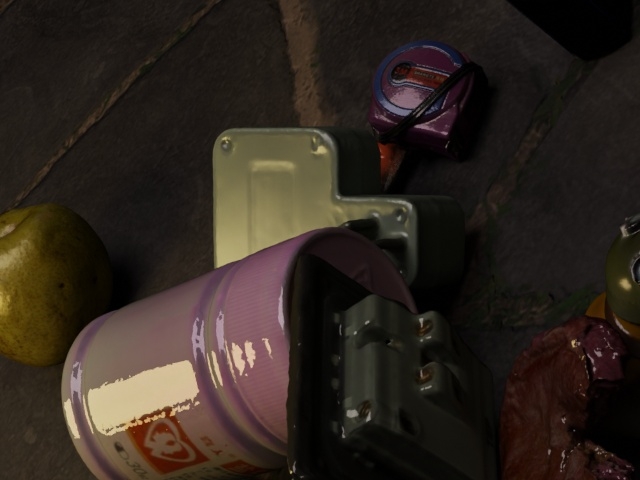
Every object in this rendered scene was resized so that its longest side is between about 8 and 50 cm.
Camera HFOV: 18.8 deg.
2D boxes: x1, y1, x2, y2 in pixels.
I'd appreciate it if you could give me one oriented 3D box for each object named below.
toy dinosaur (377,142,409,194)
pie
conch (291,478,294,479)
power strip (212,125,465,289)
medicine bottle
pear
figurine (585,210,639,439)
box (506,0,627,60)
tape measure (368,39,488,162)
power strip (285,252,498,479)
[{"bbox_3d":[0.060,-0.085,2.099,0.101,0.055,0.280,6,64,32],"label":"toy dinosaur"},{"bbox_3d":[0.205,0.175,1.598,0.204,0.054,0.219,124,143,-55],"label":"pie"},{"bbox_3d":[0.030,0.286,1.731,0.172,0.131,0.200,-52,39,1],"label":"conch"},{"bbox_3d":[0.000,0.000,1.949,0.261,0.141,0.230,3,95,37],"label":"power strip"},{"bbox_3d":[-0.077,0.124,1.850,0.315,0.202,0.202,-21,45,41],"label":"medicine bottle"},{"bbox_3d":[-0.345,0.058,2.372,0.197,0.197,0.197,-32,39,30],"label":"pear"},{"bbox_3d":[0.258,0.067,1.630,0.250,0.141,0.167,-32,40,31],"label":"figurine"},{"bbox_3d":[0.243,-0.327,1.981,0.071,0.168,0.259,-29,41,36],"label":"box"},{"bbox_3d":[0.112,-0.148,2.053,0.118,0.074,0.125,16,67,28],"label":"tape measure"},{"bbox_3d":[0.083,0.150,1.673,0.092,0.251,0.257,-28,40,27],"label":"power strip"}]
